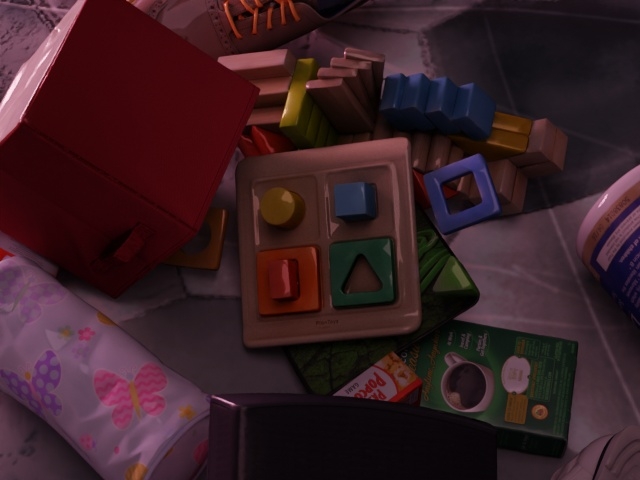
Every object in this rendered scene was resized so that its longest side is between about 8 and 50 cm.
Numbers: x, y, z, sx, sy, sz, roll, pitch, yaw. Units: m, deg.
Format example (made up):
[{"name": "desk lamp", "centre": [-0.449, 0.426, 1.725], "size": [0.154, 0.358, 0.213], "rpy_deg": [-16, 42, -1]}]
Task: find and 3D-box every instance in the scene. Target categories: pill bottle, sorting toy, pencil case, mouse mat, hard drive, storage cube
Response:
[{"name": "pill bottle", "centre": [0.375, 0.055, 1.614], "size": [0.153, 0.153, 0.264], "rpy_deg": [-27, 60, -18]}, {"name": "sorting toy", "centre": [0.000, 0.000, 1.638], "size": [0.348, 0.047, 0.196], "rpy_deg": [-7, 76, 19]}, {"name": "pencil case", "centre": [-0.219, 0.130, 1.573], "size": [0.273, 0.113, 0.124], "rpy_deg": [34, 71, 20]}, {"name": "mouse mat", "centre": [0.043, 0.054, 1.651], "size": [0.190, 0.007, 0.152], "rpy_deg": [-32, 52, -1]}, {"name": "hard drive", "centre": [0.032, 0.211, 1.407], "size": [0.255, 0.054, 0.172], "rpy_deg": [8, 73, -21]}, {"name": "storage cube", "centre": [-0.205, -0.094, 1.640], "size": [0.193, 0.184, 0.215], "rpy_deg": [32, 54, -18]}]

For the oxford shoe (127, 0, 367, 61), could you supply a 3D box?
[{"name": "oxford shoe", "centre": [-0.075, -0.253, 1.801], "size": [0.364, 0.133, 0.130], "rpy_deg": [-30, 103, -20]}]

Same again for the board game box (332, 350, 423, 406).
[{"name": "board game box", "centre": [0.001, 0.200, 1.510], "size": [0.193, 0.146, 0.045], "rpy_deg": [-35, 63, -22]}]

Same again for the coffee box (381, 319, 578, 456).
[{"name": "coffee box", "centre": [0.147, 0.134, 1.622], "size": [0.184, 0.040, 0.113], "rpy_deg": [9, 56, 4]}]

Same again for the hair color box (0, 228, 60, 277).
[{"name": "hair color box", "centre": [-0.280, -0.029, 1.705], "size": [0.072, 0.043, 0.141], "rpy_deg": [30, 55, -19]}]

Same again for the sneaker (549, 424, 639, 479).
[{"name": "sneaker", "centre": [0.216, 0.260, 1.498], "size": [0.235, 0.095, 0.090], "rpy_deg": [-43, 103, -36]}]

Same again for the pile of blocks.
[{"name": "pile of blocks", "centre": [0.063, -0.099, 1.716], "size": [0.362, 0.149, 0.112], "rpy_deg": [9, 62, 6]}]
